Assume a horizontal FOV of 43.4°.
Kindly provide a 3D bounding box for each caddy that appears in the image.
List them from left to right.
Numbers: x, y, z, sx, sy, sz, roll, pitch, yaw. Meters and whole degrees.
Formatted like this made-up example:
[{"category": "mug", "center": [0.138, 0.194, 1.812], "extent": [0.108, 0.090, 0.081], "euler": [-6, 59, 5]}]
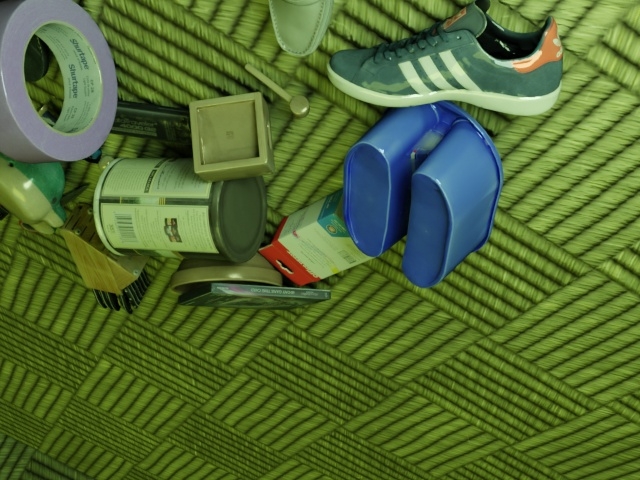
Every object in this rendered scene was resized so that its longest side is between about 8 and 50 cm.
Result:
[{"category": "caddy", "center": [0.177, -0.086, 1.365], "extent": [0.241, 0.179, 0.341], "euler": [32, 147, 24]}]

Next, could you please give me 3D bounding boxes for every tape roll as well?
[{"category": "tape roll", "center": [-0.464, -0.269, 1.356], "extent": [0.090, 0.275, 0.275], "euler": [-1, 136, 26]}]

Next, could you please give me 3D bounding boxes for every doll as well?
[{"category": "doll", "center": [-0.496, -0.198, 1.632], "extent": [0.189, 0.046, 0.129], "euler": [40, 157, -25]}]

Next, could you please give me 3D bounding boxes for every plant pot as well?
[{"category": "plant pot", "center": [-0.198, 0.051, 1.709], "extent": [0.237, 0.110, 0.237], "euler": [0, 168, 0]}]

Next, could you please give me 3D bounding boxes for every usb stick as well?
[{"category": "usb stick", "center": [-0.358, -0.232, 1.538], "extent": [0.277, 0.045, 0.077], "euler": [10, 133, 14]}]

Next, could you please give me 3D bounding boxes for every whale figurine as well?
[{"category": "whale figurine", "center": [-0.620, -0.114, 1.738], "extent": [0.216, 0.141, 0.272], "euler": [35, 159, 10]}]

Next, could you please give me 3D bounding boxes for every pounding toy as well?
[{"category": "pounding toy", "center": [-0.116, -0.208, 1.405], "extent": [0.205, 0.181, 0.094], "euler": [-7, 171, 6]}]

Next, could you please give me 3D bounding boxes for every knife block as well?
[{"category": "knife block", "center": [-0.524, 0.059, 1.918], "extent": [0.275, 0.088, 0.242], "euler": [39, 138, -22]}]

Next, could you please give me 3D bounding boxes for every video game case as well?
[{"category": "video game case", "center": [-0.143, 0.123, 1.732], "extent": [0.274, 0.026, 0.196], "euler": [6, 166, -29]}]

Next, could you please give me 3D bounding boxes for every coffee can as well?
[{"category": "coffee can", "center": [-0.269, -0.064, 1.568], "extent": [0.275, 0.202, 0.202], "euler": [3, 138, 22]}]

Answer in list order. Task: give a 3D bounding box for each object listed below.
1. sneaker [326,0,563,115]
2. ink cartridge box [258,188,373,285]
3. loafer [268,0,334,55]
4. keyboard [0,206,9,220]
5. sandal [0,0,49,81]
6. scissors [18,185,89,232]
[{"category": "sneaker", "center": [0.179, -0.283, 1.181], "extent": [0.349, 0.131, 0.148], "euler": [5, 132, 11]}, {"category": "ink cartridge box", "center": [0.000, 0.000, 1.618], "extent": [0.231, 0.078, 0.134], "euler": [-24, 123, 41]}, {"category": "loafer", "center": [-0.038, -0.392, 1.150], "extent": [0.112, 0.112, 0.320], "euler": [12, 141, 11]}, {"category": "keyboard", "center": [-0.826, -0.111, 1.897], "extent": [0.192, 0.038, 0.100], "euler": [38, 138, -21]}, {"category": "sandal", "center": [-0.630, -0.439, 1.366], "extent": [0.167, 0.107, 0.446], "euler": [-1, 136, 26]}, {"category": "scissors", "center": [-0.610, -0.072, 1.862], "extent": [0.297, 0.021, 0.109], "euler": [-8, 130, 30]}]
